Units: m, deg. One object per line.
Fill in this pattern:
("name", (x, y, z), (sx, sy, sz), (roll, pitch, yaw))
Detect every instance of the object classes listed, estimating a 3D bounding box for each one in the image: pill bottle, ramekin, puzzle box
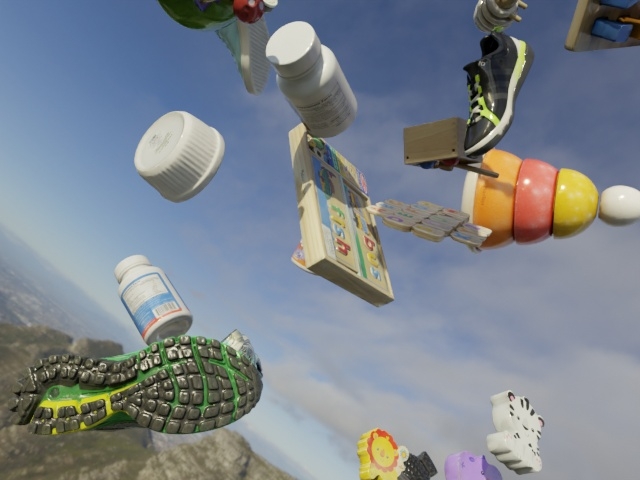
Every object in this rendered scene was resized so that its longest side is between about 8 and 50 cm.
("pill bottle", (-0.419, 0.143, 1.113), (0.221, 0.124, 0.124), (48, -17, 26))
("ramekin", (-0.337, -0.203, 1.057), (0.207, 0.207, 0.109), (17, -14, 40))
("pill bottle", (-0.017, -0.328, 0.935), (0.131, 0.131, 0.229), (25, -10, 29))
("puzzle box", (0.048, -0.064, 1.074), (0.052, 0.409, 0.272), (-30, -40, 27))
("pill bottle", (0.000, 0.000, 1.508), (0.121, 0.216, 0.121), (27, 6, -3))

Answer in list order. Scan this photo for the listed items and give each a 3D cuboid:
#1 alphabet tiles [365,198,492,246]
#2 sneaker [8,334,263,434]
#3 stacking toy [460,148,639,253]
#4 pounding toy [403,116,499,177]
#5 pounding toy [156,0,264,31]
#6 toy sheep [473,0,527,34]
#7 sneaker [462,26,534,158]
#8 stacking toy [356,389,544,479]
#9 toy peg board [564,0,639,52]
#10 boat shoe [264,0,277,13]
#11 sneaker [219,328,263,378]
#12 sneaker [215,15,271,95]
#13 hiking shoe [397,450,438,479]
("alphabet tiles", (0.264, -0.053, 1.089), (0.277, 0.284, 0.021), (20, -68, 26))
("sneaker", (-0.259, 0.222, 0.689), (0.343, 0.134, 0.146), (0, -21, -1))
("stacking toy", (0.688, -0.102, 1.347), (0.479, 0.351, 0.351), (10, -35, 31))
("pounding toy", (0.253, -0.168, 0.866), (0.130, 0.100, 0.141), (-1, 1, 43))
("pounding toy", (-0.150, -0.405, 0.664), (0.110, 0.182, 0.237), (52, -28, 26))
("toy sheep", (0.357, -0.463, 0.914), (0.091, 0.091, 0.132), (40, -11, -3))
("sneaker", (0.264, -0.243, 0.735), (0.097, 0.235, 0.084), (28, -17, -11))
("stacking toy", (0.161, 0.226, 0.387), (0.221, 0.052, 0.167), (41, -46, -8))
("toy peg board", (0.383, -0.289, 0.491), (0.079, 0.160, 0.161), (-121, -155, -49))
("boat shoe", (-0.257, -0.870, 1.539), (0.305, 0.109, 0.091), (52, -50, 15))
("sneaker", (-0.200, 0.309, 1.113), (0.122, 0.110, 0.283), (49, -12, 10))
("sneaker", (-0.251, -0.634, 1.384), (0.150, 0.135, 0.366), (17, -46, 24))
("hiking shoe", (0.219, 0.605, 1.145), (0.227, 0.114, 0.086), (32, 20, -52))
